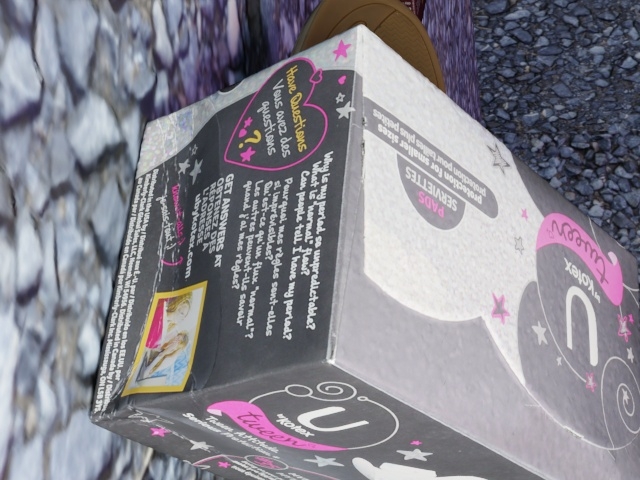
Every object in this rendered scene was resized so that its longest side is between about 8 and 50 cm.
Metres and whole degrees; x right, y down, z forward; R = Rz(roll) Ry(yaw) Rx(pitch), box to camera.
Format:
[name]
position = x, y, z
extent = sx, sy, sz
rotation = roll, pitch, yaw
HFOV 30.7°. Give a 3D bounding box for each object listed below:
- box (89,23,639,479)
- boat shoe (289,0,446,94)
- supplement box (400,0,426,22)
[box]
position = 0.040, 0.041, 0.559
extent = 0.247, 0.142, 0.163
rotation = 34, 51, -40
[boat shoe]
position = 0.000, 0.000, 0.747
extent = 0.110, 0.122, 0.341
rotation = -25, -128, 59
[supplement box]
position = 0.055, -0.312, 1.083
extent = 0.130, 0.073, 0.239
rotation = -75, 160, -52
